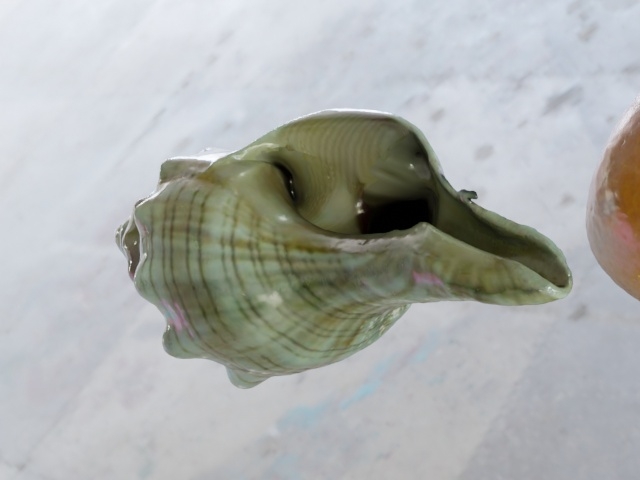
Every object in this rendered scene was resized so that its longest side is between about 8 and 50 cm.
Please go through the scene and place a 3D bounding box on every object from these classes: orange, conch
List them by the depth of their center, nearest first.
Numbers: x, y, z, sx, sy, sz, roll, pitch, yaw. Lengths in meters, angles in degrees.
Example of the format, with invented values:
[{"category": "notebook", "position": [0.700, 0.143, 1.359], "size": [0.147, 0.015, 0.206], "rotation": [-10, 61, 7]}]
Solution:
[{"category": "conch", "position": [0.005, 0.004, 0.992], "size": [0.386, 0.169, 0.203], "rotation": [6, 76, 27]}, {"category": "orange", "position": [0.301, -0.041, 1.086], "size": [0.170, 0.224, 0.224], "rotation": [35, 75, 23]}]
